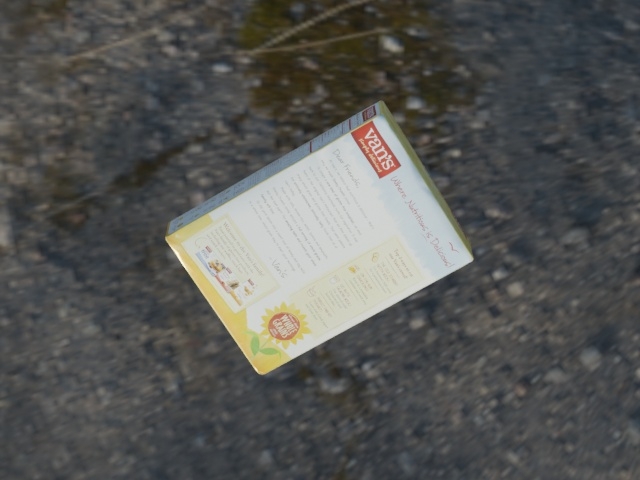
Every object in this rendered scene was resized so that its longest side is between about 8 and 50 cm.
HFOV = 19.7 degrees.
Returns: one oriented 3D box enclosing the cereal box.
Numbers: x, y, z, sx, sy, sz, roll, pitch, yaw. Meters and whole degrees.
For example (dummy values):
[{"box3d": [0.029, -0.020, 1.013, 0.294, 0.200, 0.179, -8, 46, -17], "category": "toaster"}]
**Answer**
[{"box3d": [0.000, 0.000, 1.732, 0.240, 0.047, 0.173, -29, 109, 11], "category": "cereal box"}]
